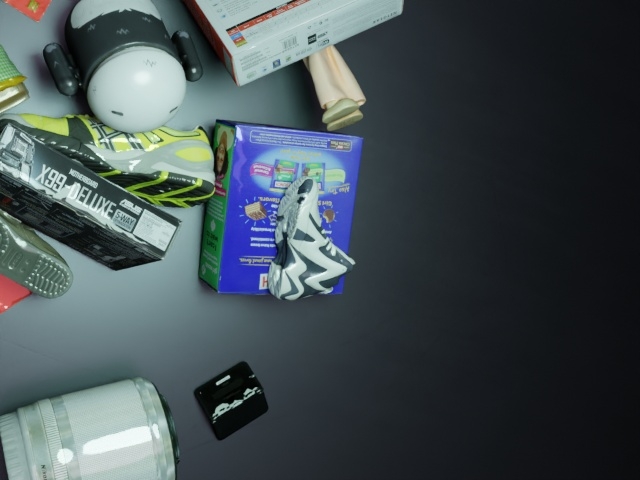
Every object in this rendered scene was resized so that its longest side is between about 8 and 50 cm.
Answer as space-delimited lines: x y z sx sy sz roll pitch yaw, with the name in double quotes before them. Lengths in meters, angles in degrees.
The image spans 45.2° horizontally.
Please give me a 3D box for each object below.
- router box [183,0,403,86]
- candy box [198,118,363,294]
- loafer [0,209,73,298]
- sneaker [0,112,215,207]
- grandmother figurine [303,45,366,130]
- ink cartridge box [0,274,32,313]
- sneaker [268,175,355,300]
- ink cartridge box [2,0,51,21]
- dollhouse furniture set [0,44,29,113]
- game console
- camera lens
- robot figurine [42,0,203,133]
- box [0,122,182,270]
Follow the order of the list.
"router box" -0.068 -0.468 1.384 0.335 0.082 0.301 -26 63 -10
"candy box" -0.078 -0.060 1.488 0.268 0.122 0.317 3 101 -27
"loafer" -0.533 0.007 1.298 0.251 0.087 0.094 42 91 -20
"sneaker" -0.377 -0.165 1.374 0.385 0.145 0.147 13 62 -25
"grandmother figurine" -0.012 -0.387 1.488 0.104 0.208 0.342 -20 82 -2
"ink cartridge box" -0.635 0.023 1.283 0.261 0.066 0.296 -37 108 -18
"sneaker" 0.000 0.000 1.419 0.153 0.094 0.235 4 102 -28
"ink cartridge box" -0.529 -0.485 1.312 0.179 0.045 0.145 30 81 -21
"dollhouse furniture set" -0.632 -0.252 1.218 0.301 0.151 0.197 -35 107 -19
"game console" -0.178 0.322 1.548 0.122 0.071 0.107 -29 75 -22
"camera lens" -0.397 0.367 1.332 0.274 0.219 0.219 -10 98 -24
"robot figurine" -0.334 -0.310 1.310 0.209 0.278 0.173 -31 152 10
"box" -0.416 -0.056 1.273 0.307 0.242 0.076 31 68 -26
